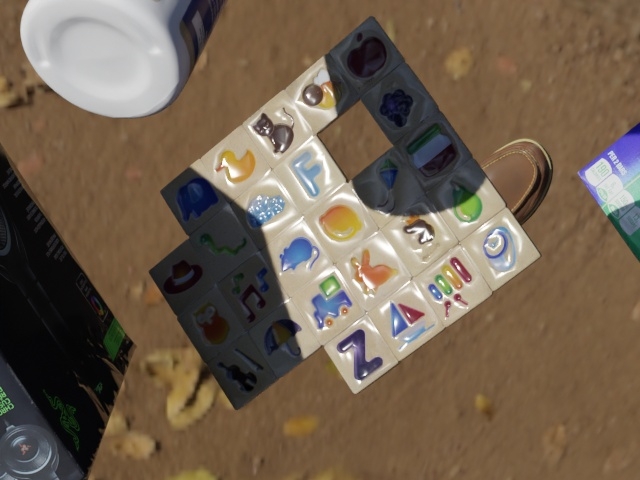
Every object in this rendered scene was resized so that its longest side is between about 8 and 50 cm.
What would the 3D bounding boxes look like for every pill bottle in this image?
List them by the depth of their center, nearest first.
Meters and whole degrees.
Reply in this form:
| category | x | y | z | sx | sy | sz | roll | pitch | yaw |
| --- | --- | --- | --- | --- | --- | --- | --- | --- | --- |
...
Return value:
| category | x | y | z | sx | sy | sz | roll | pitch | yaw |
| --- | --- | --- | --- | --- | --- | --- | --- | --- | --- |
| pill bottle | -0.093 | -0.156 | 0.955 | 0.094 | 0.094 | 0.169 | 17 | 50 | 5 |

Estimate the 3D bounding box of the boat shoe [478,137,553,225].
| category | x | y | z | sx | sy | sz | roll | pitch | yaw |
| --- | --- | --- | --- | --- | --- | --- | --- | --- | --- |
| boat shoe | 0.127 | -0.020 | 1.465 | 0.064 | 0.178 | 0.060 | 54 | 35 | 8 |

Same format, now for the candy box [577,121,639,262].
| category | x | y | z | sx | sy | sz | roll | pitch | yaw |
| --- | --- | --- | --- | --- | --- | --- | --- | --- | --- |
| candy box | 0.448 | -0.050 | 1.596 | 0.317 | 0.122 | 0.268 | -39 | 59 | 15 |

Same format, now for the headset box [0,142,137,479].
| category | x | y | z | sx | sy | sz | roll | pitch | yaw |
| --- | --- | --- | --- | --- | --- | --- | --- | --- | --- |
| headset box | -0.242 | 0.036 | 1.048 | 0.131 | 0.246 | 0.283 | -30 | 101 | 8 |

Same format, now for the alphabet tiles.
| category | x | y | z | sx | sy | sz | roll | pitch | yaw |
| --- | --- | --- | --- | --- | --- | --- | --- | --- | --- |
| alphabet tiles | 0.000 | 0.000 | 1.147 | 0.237 | 0.009 | 0.198 | -38 | 76 | 18 |
